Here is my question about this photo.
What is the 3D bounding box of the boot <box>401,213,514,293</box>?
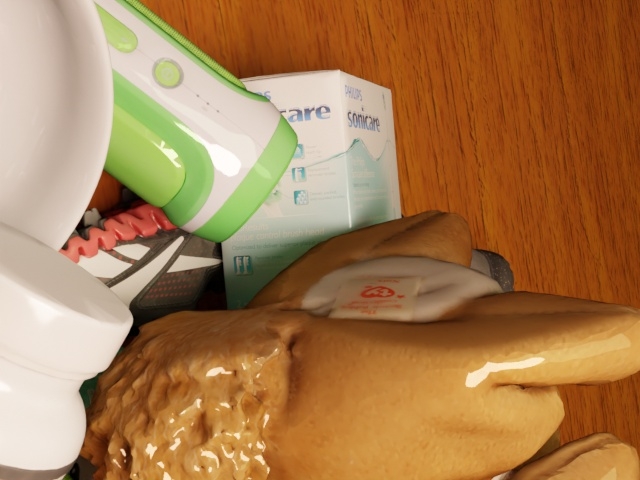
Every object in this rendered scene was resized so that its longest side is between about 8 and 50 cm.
[{"bbox_3d":[0.121,0.147,1.126,0.222,0.118,0.338,16,62,-43],"label":"boot"}]

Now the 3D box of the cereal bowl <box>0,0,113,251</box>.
[{"bbox_3d":[-0.302,-0.088,0.588,0.339,0.141,0.339,-20,134,-22],"label":"cereal bowl"}]

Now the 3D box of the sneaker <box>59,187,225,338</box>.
[{"bbox_3d":[-0.173,0.036,0.815,0.276,0.097,0.135,-27,106,-47],"label":"sneaker"}]

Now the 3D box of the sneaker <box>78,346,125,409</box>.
[{"bbox_3d":[-0.135,0.135,0.793,0.223,0.083,0.098,-11,118,-8],"label":"sneaker"}]

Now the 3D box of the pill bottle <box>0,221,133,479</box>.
[{"bbox_3d":[-0.237,0.130,0.583,0.162,0.162,0.278,30,94,-43],"label":"pill bottle"}]

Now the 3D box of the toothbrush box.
[{"bbox_3d":[0.000,0.000,0.936,0.216,0.126,0.296,-17,103,-73],"label":"toothbrush box"}]

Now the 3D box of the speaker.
[{"bbox_3d":[-0.163,-0.126,0.749,0.296,0.131,0.131,37,59,-15],"label":"speaker"}]

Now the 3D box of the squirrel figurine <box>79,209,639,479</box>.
[{"bbox_3d":[0.025,0.215,0.703,0.397,0.281,0.370,-14,110,-24],"label":"squirrel figurine"}]

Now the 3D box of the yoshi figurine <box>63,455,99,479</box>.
[{"bbox_3d":[-0.204,0.297,0.685,0.203,0.203,0.362,98,-13,-54],"label":"yoshi figurine"}]
